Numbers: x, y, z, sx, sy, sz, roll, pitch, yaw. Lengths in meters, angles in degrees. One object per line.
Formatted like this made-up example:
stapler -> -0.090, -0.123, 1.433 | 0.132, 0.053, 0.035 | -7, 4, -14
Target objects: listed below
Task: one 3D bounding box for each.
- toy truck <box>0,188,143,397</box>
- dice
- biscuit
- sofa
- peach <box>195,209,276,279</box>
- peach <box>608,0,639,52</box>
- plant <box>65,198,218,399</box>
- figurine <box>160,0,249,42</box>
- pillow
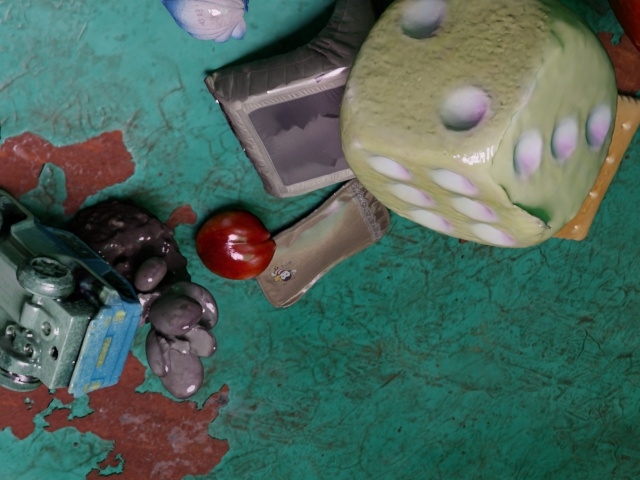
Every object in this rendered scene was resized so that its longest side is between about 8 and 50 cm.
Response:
toy truck -> -0.341, 0.061, 1.718 | 0.156, 0.279, 0.155 | -4, 122, -47
dice -> 0.191, -0.152, 1.754 | 0.252, 0.254, 0.249 | 44, 66, -52
biscuit -> 0.401, -0.114, 2.256 | 0.160, 0.030, 0.249 | 7, 115, -36
sofa -> -0.008, -0.193, 1.903 | 0.225, 0.176, 0.210 | -18, 134, 14
peach -> -0.116, 0.008, 1.958 | 0.101, 0.101, 0.100 | -17, 128, -23
peach -> 0.553, -0.369, 1.962 | 0.370, 0.370, 0.370 | -17, 128, -23
plant -> -0.218, 0.066, 1.808 | 0.149, 0.274, 0.146 | -28, 137, -13
figurine -> -0.140, -0.286, 1.764 | 0.114, 0.079, 0.114 | 5, 134, 5
pillow -> 0.000, 0.000, 2.068 | 0.217, 0.033, 0.130 | -34, 134, -9
